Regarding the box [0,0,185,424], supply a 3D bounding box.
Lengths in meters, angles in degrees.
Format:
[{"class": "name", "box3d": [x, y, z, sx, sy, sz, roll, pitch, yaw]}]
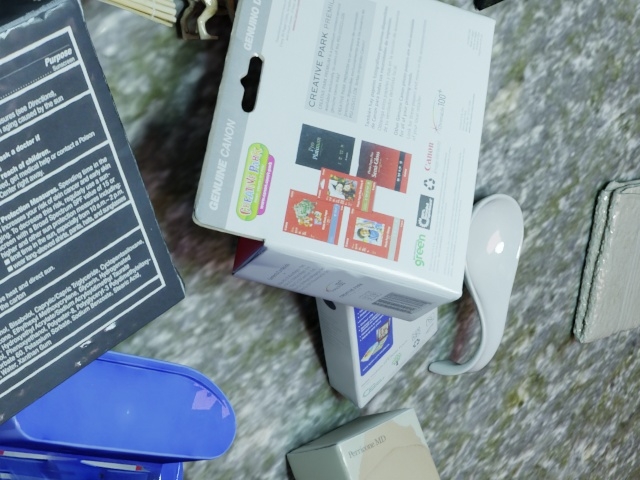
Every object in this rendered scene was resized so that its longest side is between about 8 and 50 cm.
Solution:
[{"class": "box", "box3d": [-0.308, -0.020, 0.856, 0.296, 0.182, 0.294, -35, 128, -30]}]

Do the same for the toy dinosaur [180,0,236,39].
[{"class": "toy dinosaur", "box3d": [-0.119, -0.246, 1.053, 0.183, 0.053, 0.093, -13, 106, -56]}]

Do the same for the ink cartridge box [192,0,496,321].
[{"class": "ink cartridge box", "box3d": [0.015, -0.106, 1.074, 0.271, 0.130, 0.310, 16, 70, -15]}]

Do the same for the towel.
[{"class": "towel", "box3d": [0.510, 0.032, 1.793, 0.187, 0.049, 0.282, -8, 113, -41]}]

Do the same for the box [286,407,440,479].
[{"class": "box", "box3d": [0.090, 0.389, 1.367, 0.148, 0.121, 0.311, -20, 87, -38]}]

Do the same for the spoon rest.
[{"class": "spoon rest", "box3d": [0.229, 0.068, 1.502, 0.137, 0.084, 0.276, -2, 109, -45]}]

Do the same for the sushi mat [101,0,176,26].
[{"class": "sushi mat", "box3d": [-0.255, -0.269, 0.850, 0.316, 0.151, 0.019, 10, 136, -46]}]

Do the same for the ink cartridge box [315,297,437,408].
[{"class": "ink cartridge box", "box3d": [0.072, 0.056, 1.289, 0.165, 0.065, 0.333, -41, 150, -25]}]

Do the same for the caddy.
[{"class": "caddy", "box3d": [-0.242, 0.225, 1.034, 0.341, 0.179, 0.241, 20, 67, -46]}]

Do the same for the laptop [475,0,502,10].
[{"class": "laptop", "box3d": [0.314, -0.573, 1.364, 0.382, 0.236, 0.408, -29, 154, -33]}]
